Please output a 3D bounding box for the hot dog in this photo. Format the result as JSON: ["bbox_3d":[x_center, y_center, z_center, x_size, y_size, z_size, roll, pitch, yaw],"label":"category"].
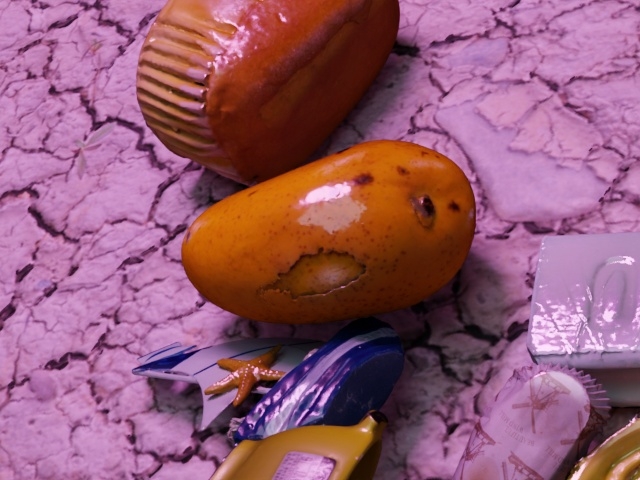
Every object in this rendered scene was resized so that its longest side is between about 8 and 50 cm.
[{"bbox_3d":[0.167,0.189,1.425,0.099,0.053,0.192,31,98,24],"label":"hot dog"}]

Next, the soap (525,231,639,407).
[{"bbox_3d":[0.314,0.065,1.462,0.262,0.094,0.150,-3,53,21],"label":"soap"}]

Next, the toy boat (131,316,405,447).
[{"bbox_3d":[-0.062,0.128,1.573,0.291,0.067,0.220,0,26,43],"label":"toy boat"}]

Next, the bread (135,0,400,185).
[{"bbox_3d":[-0.043,-0.197,1.744,0.156,0.204,0.288,23,61,39],"label":"bread"}]

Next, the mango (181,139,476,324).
[{"bbox_3d":[0.000,0.000,1.571,0.290,0.159,0.191,-11,13,19],"label":"mango"}]

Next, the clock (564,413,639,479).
[{"bbox_3d":[0.314,0.259,1.325,0.277,0.071,0.293,-11,50,14],"label":"clock"}]

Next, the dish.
[{"bbox_3d":[-0.054,0.244,1.385,0.108,0.221,0.262,29,58,11],"label":"dish"}]
